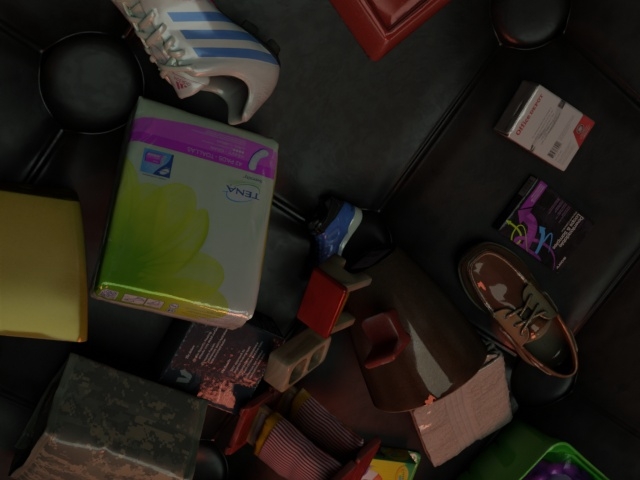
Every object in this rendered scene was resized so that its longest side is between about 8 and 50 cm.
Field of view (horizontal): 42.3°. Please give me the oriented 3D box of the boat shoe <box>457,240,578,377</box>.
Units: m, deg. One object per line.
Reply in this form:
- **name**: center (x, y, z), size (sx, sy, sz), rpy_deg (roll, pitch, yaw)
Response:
- **boat shoe**: center (0.367, 0.127, 1.479), size (0.123, 0.116, 0.324), rpy_deg (-44, 115, 3)

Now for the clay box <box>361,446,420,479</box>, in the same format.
- **clay box**: center (0.081, 0.449, 1.551), size (0.222, 0.053, 0.127), rpy_deg (12, 106, -19)

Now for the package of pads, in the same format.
- **package of pads**: center (-0.187, -0.034, 1.196), size (0.229, 0.101, 0.296), rpy_deg (16, 69, -21)

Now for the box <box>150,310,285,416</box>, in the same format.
- **box**: center (-0.169, 0.179, 1.354), size (0.158, 0.093, 0.156), rpy_deg (27, 100, -24)

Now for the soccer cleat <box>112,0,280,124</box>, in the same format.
- **soccer cleat**: center (-0.199, -0.287, 1.142), size (0.331, 0.116, 0.143), rpy_deg (33, 70, -25)

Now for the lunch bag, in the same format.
- **lunch bag**: center (-0.343, 0.328, 1.308), size (0.235, 0.169, 0.287), rpy_deg (24, 136, -19)

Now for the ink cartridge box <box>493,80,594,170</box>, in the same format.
- **ink cartridge box**: center (0.376, -0.194, 1.396), size (0.135, 0.056, 0.099), rpy_deg (27, 100, -24)

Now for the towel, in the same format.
- **towel**: center (0.258, 0.304, 1.498), size (0.187, 0.049, 0.282), rpy_deg (-29, 139, -4)

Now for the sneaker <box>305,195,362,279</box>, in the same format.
- **sneaker**: center (0.000, 0.000, 1.355), size (0.084, 0.058, 0.152), rpy_deg (25, 97, -29)

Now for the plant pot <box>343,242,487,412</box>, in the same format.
- **plant pot**: center (0.131, 0.128, 1.380), size (0.215, 0.215, 0.230), rpy_deg (-29, 102, -4)

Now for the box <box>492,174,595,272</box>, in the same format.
- **box**: center (0.401, -0.028, 1.481), size (0.162, 0.029, 0.116), rpy_deg (32, 98, -25)

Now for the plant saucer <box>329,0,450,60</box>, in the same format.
- **plant saucer**: center (0.115, -0.442, 1.233), size (0.259, 0.048, 0.258), rpy_deg (-39, 115, 1)

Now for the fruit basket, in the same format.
- **fruit basket**: center (0.403, 0.569, 1.520), size (0.283, 0.392, 0.392), rpy_deg (41, 94, -25)

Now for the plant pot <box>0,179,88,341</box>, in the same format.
- **plant pot**: center (-0.427, 0.017, 1.166), size (0.212, 0.212, 0.187), rpy_deg (8, 97, -19)

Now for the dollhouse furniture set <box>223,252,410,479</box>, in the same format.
- **dollhouse furniture set**: center (0.006, 0.238, 1.298), size (0.152, 0.201, 0.374), rpy_deg (-29, 146, -49)
